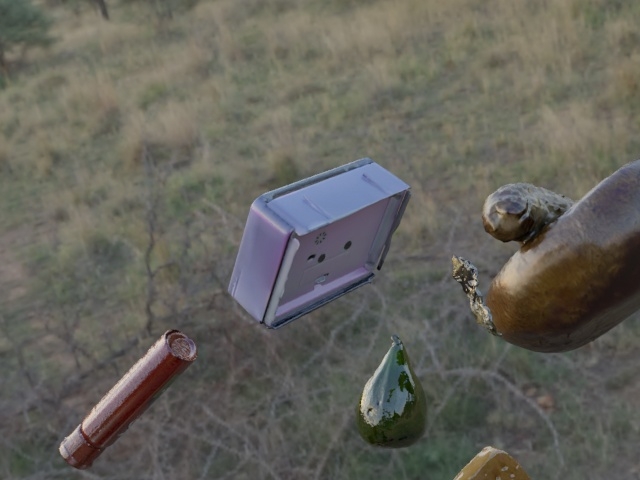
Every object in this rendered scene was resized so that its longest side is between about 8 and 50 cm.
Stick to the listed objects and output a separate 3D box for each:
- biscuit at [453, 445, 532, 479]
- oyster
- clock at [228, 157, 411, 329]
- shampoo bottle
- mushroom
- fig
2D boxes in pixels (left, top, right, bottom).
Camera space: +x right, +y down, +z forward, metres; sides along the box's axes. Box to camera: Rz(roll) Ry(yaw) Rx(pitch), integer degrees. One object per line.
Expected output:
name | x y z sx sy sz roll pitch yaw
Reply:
biscuit | 0.163 0.311 0.920 0.141 0.221 0.029 10 -10 -22
oyster | 0.136 0.050 0.847 0.019 0.083 0.054 -22 -14 2
clock | 0.001 0.000 1.050 0.073 0.145 0.193 39 39 26
shampoo bottle | -0.357 0.297 1.775 0.314 0.076 0.118 -46 6 9
mushroom | 0.389 0.029 1.382 0.345 0.239 0.345 -10 -13 -2
fig | 0.116 0.238 1.486 0.117 0.178 0.117 7 6 -1
